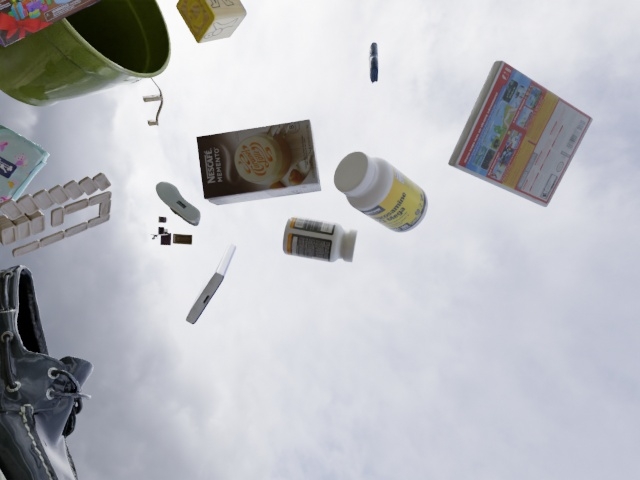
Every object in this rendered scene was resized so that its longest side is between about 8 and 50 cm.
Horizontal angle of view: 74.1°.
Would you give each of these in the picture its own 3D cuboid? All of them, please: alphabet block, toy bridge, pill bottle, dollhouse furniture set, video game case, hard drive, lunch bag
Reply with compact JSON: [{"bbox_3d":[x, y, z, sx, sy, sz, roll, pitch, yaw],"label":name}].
[{"bbox_3d":[-0.481,-1.020,1.876,0.192,0.197,0.194,-25,-80,48],"label":"alphabet block"},{"bbox_3d":[-0.554,-0.470,1.403,0.026,0.063,0.188,46,-36,42],"label":"toy bridge"},{"bbox_3d":[0.203,-0.163,1.430,0.187,0.333,0.188,-22,-123,38],"label":"pill bottle"},{"bbox_3d":[-0.447,-0.025,1.275,0.114,0.081,0.091,4,-87,8],"label":"dollhouse furniture set"},{"bbox_3d":[0.000,0.000,1.669,0.278,0.162,0.162,10,-73,6],"label":"pill bottle"},{"bbox_3d":[0.406,-0.200,0.849,0.204,0.284,0.025,-68,-152,13],"label":"video game case"},{"bbox_3d":[-0.394,0.147,1.560,0.040,0.319,0.210,32,-77,-12],"label":"hard drive"},{"bbox_3d":[-0.989,-0.236,1.286,0.262,0.160,0.224,27,-104,10],"label":"lunch bag"}]

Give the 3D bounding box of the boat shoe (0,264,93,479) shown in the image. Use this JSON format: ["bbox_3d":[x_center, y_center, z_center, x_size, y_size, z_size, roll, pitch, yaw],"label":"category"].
[{"bbox_3d":[-0.324,0.159,0.483,0.340,0.113,0.127,45,-32,27],"label":"boat shoe"}]

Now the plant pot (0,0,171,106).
[{"bbox_3d":[-0.629,-0.504,1.036,0.352,0.366,0.367,-17,-94,24],"label":"plant pot"}]

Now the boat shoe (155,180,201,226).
[{"bbox_3d":[-0.550,-0.136,1.630,0.219,0.077,0.070,43,-29,7],"label":"boat shoe"}]

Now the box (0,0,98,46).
[{"bbox_3d":[-0.453,-0.483,0.701,0.057,0.293,0.201,33,-30,10],"label":"box"}]

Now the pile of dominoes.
[{"bbox_3d":[-0.604,-0.072,0.974,0.040,0.251,0.196,44,-46,10],"label":"pile of dominoes"}]

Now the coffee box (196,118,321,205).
[{"bbox_3d":[-0.130,-0.165,0.926,0.246,0.098,0.141,-8,-93,3],"label":"coffee box"}]

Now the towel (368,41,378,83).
[{"bbox_3d":[0.165,-0.555,1.322,0.029,0.067,0.120,1,-119,4],"label":"towel"}]
